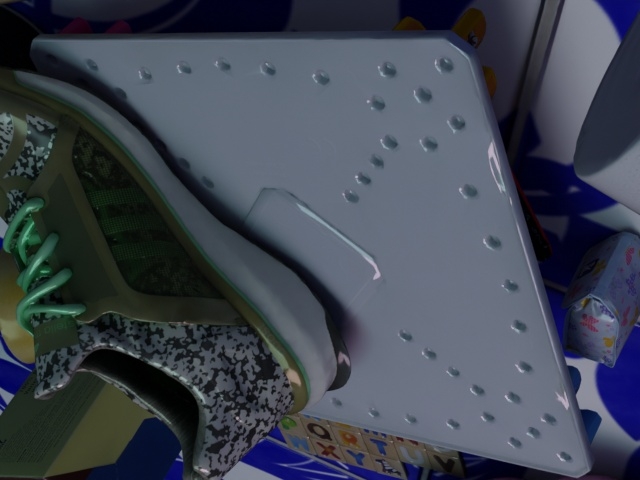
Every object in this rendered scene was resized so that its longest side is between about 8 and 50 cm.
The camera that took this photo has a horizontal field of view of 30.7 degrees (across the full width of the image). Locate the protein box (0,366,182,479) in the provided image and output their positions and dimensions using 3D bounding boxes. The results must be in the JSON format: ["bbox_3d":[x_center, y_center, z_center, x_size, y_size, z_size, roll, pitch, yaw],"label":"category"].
[{"bbox_3d":[-0.286,0.242,1.401,0.201,0.200,0.136,-11,129,45],"label":"protein box"}]

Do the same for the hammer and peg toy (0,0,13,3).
[{"bbox_3d":[-0.228,-0.219,0.709,0.265,0.361,0.127,-10,99,22],"label":"hammer and peg toy"}]

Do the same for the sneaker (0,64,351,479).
[{"bbox_3d":[-0.175,0.028,0.879,0.410,0.182,0.158,38,145,2],"label":"sneaker"}]

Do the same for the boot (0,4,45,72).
[{"bbox_3d":[-0.320,-0.141,1.036,0.244,0.088,0.176,39,147,1],"label":"boot"}]

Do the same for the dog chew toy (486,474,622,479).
[{"bbox_3d":[0.203,0.327,1.155,0.331,0.207,0.206,-4,134,52],"label":"dog chew toy"}]

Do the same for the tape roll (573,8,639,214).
[{"bbox_3d":[0.250,-0.088,0.518,0.169,0.246,0.246,32,147,-2],"label":"tape roll"}]

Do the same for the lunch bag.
[{"bbox_3d":[0.213,0.040,0.872,0.053,0.071,0.083,21,148,21],"label":"lunch bag"}]

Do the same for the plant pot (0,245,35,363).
[{"bbox_3d":[-0.272,0.058,1.236,0.095,0.134,0.134,-8,136,10],"label":"plant pot"}]

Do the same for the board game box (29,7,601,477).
[{"bbox_3d":[0.000,0.000,0.897,0.390,0.050,0.390,7,135,36],"label":"board game box"}]

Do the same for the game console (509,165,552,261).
[{"bbox_3d":[0.084,-0.034,0.852,0.144,0.085,0.124,56,173,-34],"label":"game console"}]

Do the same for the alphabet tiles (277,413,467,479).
[{"bbox_3d":[0.040,0.197,1.267,0.237,0.009,0.198,10,141,29],"label":"alphabet tiles"}]
